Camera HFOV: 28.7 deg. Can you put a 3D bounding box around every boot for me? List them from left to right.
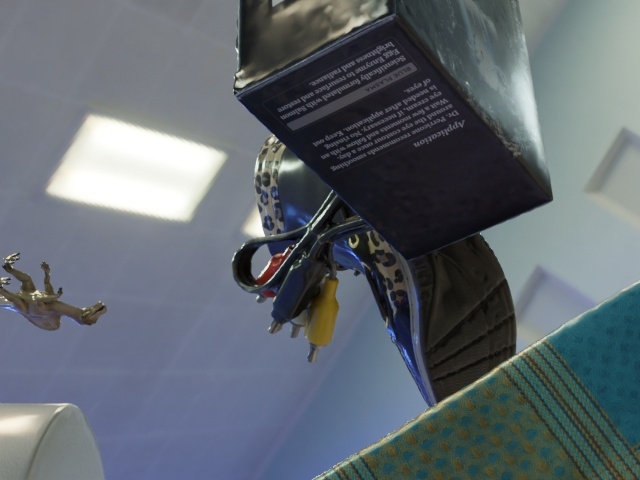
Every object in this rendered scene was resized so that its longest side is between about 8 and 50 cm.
[{"bbox_3d":[0.067,0.029,1.463,0.138,0.284,0.377,-31,-70,-27],"label":"boot"}]

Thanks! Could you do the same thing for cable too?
[{"bbox_3d":[0.000,0.000,1.329,0.072,0.139,0.287,-23,-28,-50],"label":"cable"}]

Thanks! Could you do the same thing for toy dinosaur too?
[{"bbox_3d":[-0.326,0.065,1.383,0.053,0.183,0.093,-57,-40,-38],"label":"toy dinosaur"}]

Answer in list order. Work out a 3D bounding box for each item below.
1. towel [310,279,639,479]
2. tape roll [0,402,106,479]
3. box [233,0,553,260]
[{"bbox_3d":[0.177,0.198,0.810,0.370,0.271,0.040,-30,-24,-7],"label":"towel"},{"bbox_3d":[-0.238,0.323,0.994,0.392,0.072,0.392,1,-90,-87],"label":"tape roll"},{"bbox_3d":[0.038,-0.102,0.650,0.093,0.156,0.158,-23,-43,26],"label":"box"}]
